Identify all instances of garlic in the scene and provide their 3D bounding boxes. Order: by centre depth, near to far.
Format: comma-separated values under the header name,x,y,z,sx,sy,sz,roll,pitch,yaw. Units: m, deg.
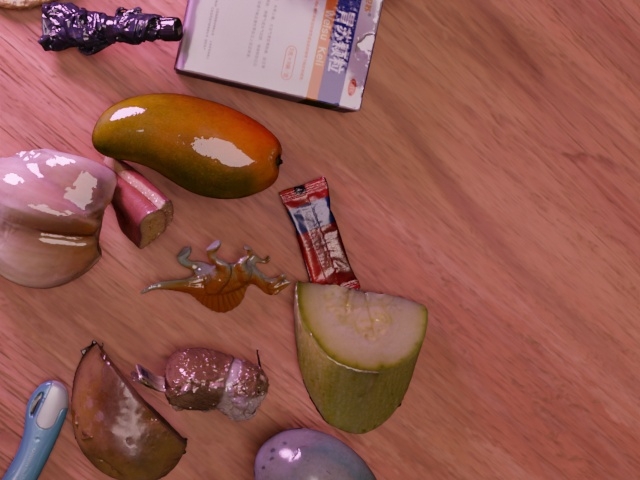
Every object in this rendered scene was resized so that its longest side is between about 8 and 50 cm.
name,x,y,z,sx,sy,sz,roll,pitch,yaw
garlic,-0.436,-0.033,1.493,0.228,0.110,0.217,13,105,5

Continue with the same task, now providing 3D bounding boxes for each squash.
name,x,y,z,sx,sy,sz,roll,pitch,yaw
squash,0.050,0.202,1.674,0.237,0.155,0.204,10,59,-11

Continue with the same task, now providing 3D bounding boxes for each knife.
name,x,y,z,sx,sy,sz,roll,pitch,yaw
knife,-0.457,0.325,1.568,0.064,0.031,0.221,23,91,-17

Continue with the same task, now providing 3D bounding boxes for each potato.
name,x,y,z,sx,sy,sz,roll,pitch,yaw
potato,-0.326,0.292,1.564,0.138,0.098,0.243,-41,99,-6

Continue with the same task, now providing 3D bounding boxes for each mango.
name,x,y,z,sx,sy,sz,roll,pitch,yaw
mango,-0.201,-0.154,1.548,0.289,0.129,0.146,23,98,-9

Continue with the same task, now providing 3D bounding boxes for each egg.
name,x,y,z,sx,sy,sz,roll,pitch,yaw
egg,-0.002,0.403,1.602,0.236,0.169,0.169,42,84,-13

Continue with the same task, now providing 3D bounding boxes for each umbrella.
name,x,y,z,sx,sy,sz,roll,pitch,yaw
umbrella,-0.321,-0.320,1.504,0.224,0.071,0.080,4,95,9

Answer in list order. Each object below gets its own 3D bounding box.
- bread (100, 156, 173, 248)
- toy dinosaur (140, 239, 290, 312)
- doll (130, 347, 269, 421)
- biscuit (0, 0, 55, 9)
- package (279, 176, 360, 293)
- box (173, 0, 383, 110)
name,x,y,z,sx,sy,sz,roll,pitch,yaw
bread,-0.282,-0.053,1.545,0.067,0.192,0.119,-27,132,-23
toy dinosaur,-0.171,0.069,1.616,0.212,0.057,0.142,-29,118,2
doll,-0.192,0.228,1.583,0.221,0.105,0.114,5,55,-12
biscuit,-0.466,-0.464,1.521,0.220,0.033,0.219,0,92,-12
package,0.000,0.000,1.656,0.083,0.022,0.200,-20,98,-11
box,-0.067,-0.332,1.580,0.300,0.106,0.200,12,92,-12
